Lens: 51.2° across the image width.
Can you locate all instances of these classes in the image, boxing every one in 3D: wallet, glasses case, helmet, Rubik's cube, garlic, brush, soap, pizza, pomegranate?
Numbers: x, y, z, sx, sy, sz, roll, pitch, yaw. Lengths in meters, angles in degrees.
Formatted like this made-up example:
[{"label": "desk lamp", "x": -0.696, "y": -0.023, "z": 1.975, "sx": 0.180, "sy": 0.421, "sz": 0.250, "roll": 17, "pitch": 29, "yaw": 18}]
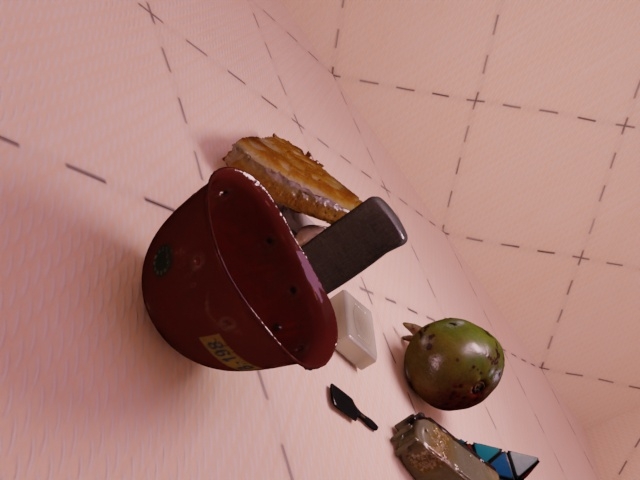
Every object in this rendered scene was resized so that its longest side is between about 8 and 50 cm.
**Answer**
[{"label": "wallet", "x": -0.039, "y": -0.033, "z": 1.854, "sx": 0.190, "sy": 0.033, "sz": 0.095, "roll": 43, "pitch": 23, "yaw": -36}, {"label": "glasses case", "x": 0.040, "y": 0.033, "z": 1.516, "sx": 0.131, "sy": 0.323, "sz": 0.074, "roll": 56, "pitch": 22, "yaw": 6}, {"label": "helmet", "x": -0.159, "y": 0.087, "z": 1.120, "sx": 0.385, "sy": 0.230, "sz": 0.337, "roll": 49, "pitch": 22, "yaw": -47}, {"label": "Rubik's cube", "x": 0.470, "y": 0.637, "z": 1.762, "sx": 0.284, "sy": 0.234, "sz": 0.250, "roll": 59, "pitch": 21, "yaw": 1}, {"label": "garlic", "x": -0.004, "y": 0.002, "z": 1.715, "sx": 0.128, "sy": 0.148, "sz": 0.267, "roll": 49, "pitch": 18, "yaw": 17}, {"label": "brush", "x": 0.079, "y": 0.392, "z": 1.530, "sx": 0.193, "sy": 0.016, "sz": 0.062, "roll": 43, "pitch": 25, "yaw": -34}, {"label": "soap", "x": 0.082, "y": 0.227, "z": 1.709, "sx": 0.121, "sy": 0.064, "sz": 0.183, "roll": 43, "pitch": 24, "yaw": -28}, {"label": "pizza", "x": -0.078, "y": -0.171, "z": 1.807, "sx": 0.440, "sy": 0.130, "sz": 0.406, "roll": 26, "pitch": 18, "yaw": -24}, {"label": "pomegranate", "x": 0.383, "y": 0.329, "z": 1.954, "sx": 0.291, "sy": 0.291, "sz": 0.323, "roll": 44, "pitch": 24, "yaw": -33}]

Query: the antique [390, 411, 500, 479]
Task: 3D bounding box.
[{"label": "antique", "x": 0.298, "y": 0.552, "z": 1.652, "sx": 0.284, "sy": 0.150, "sz": 0.125, "roll": 46, "pitch": 23, "yaw": -8}]
